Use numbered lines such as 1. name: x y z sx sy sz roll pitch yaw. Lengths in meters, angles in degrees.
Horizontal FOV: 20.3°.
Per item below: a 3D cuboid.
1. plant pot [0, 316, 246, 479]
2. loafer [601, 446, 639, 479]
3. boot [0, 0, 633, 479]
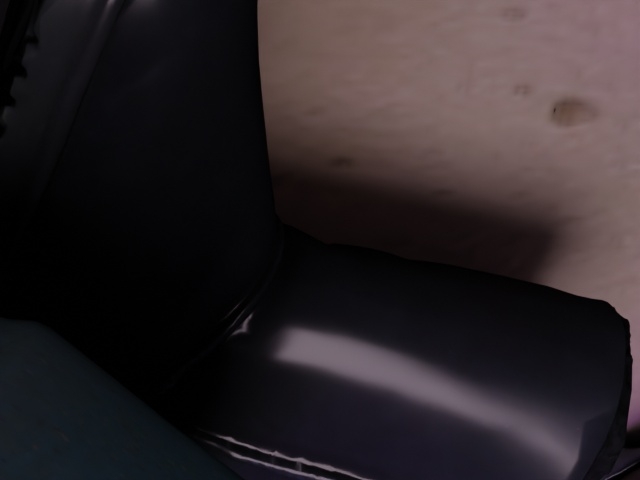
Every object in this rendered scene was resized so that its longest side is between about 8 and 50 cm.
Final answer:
1. plant pot: -0.227 0.067 0.371 0.334 0.341 0.341 45 116 -7
2. loafer: 0.164 0.091 0.613 0.267 0.084 0.096 -37 124 23
3. boot: 0.000 0.000 0.512 0.207 0.094 0.246 15 133 -13
